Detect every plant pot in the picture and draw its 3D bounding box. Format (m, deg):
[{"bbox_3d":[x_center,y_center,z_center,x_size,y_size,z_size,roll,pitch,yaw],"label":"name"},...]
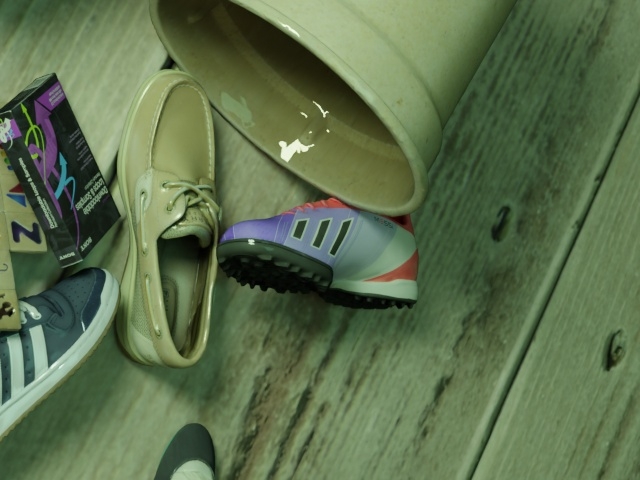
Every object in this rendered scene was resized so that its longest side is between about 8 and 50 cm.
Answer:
[{"bbox_3d":[0.054,-0.247,1.816,0.334,0.334,0.305,46,72,-27],"label":"plant pot"}]

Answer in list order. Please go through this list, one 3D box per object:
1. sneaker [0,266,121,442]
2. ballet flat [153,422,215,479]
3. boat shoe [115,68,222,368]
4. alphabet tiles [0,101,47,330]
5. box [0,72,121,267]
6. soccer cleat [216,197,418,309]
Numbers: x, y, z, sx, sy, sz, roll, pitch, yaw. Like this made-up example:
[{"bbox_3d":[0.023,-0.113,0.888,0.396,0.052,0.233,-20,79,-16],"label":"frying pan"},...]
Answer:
[{"bbox_3d":[-0.320,0.091,1.722,0.282,0.099,0.153,-47,117,-22],"label":"sneaker"},{"bbox_3d":[-0.144,0.285,1.869,0.074,0.074,0.203,31,73,-32],"label":"ballet flat"},{"bbox_3d":[-0.141,-0.022,1.845,0.109,0.098,0.302,7,87,-35],"label":"boat shoe"},{"bbox_3d":[-0.347,-0.028,1.697,0.198,0.009,0.237,3,66,-36],"label":"alphabet tiles"},{"bbox_3d":[-0.253,-0.069,1.772,0.116,0.029,0.162,-60,131,-62],"label":"box"},{"bbox_3d":[0.000,0.000,1.915,0.318,0.109,0.116,14,76,-54],"label":"soccer cleat"}]
